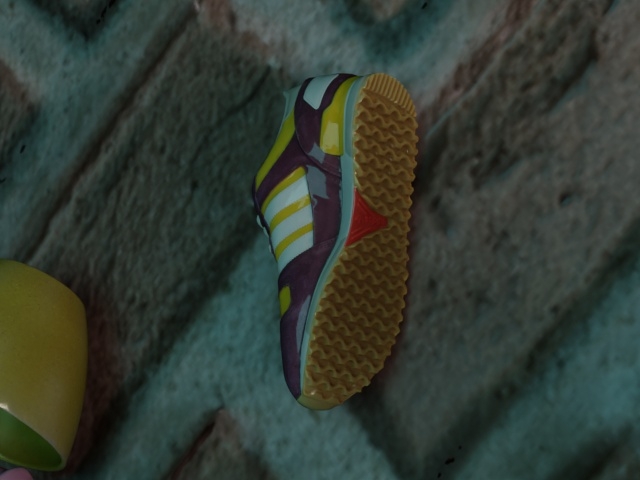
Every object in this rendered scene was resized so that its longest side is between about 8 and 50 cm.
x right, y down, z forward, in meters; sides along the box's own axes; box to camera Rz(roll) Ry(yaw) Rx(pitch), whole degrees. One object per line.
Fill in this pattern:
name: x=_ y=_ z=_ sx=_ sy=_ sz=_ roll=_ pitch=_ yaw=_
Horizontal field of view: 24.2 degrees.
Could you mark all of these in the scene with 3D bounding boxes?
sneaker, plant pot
sneaker: x=0.000 y=0.000 z=0.819 sx=0.084 sy=0.069 sz=0.186 roll=2 pitch=76 yaw=45
plant pot: x=-0.197 y=0.068 z=0.916 sx=0.134 sy=0.134 sz=0.095 roll=5 pitch=59 yaw=36

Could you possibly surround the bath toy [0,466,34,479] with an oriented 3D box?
bath toy: x=-0.216 y=0.189 z=0.901 sx=0.348 sy=0.151 sz=0.129 roll=2 pitch=53 yaw=34
